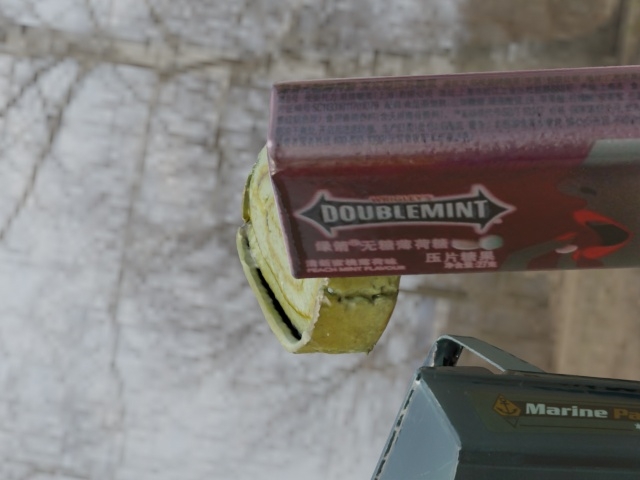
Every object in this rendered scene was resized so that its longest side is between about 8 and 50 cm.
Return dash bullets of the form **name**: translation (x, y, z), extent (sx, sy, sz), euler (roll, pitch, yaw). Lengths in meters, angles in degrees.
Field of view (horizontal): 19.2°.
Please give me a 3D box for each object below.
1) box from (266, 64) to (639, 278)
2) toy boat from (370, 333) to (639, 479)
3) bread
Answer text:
- **box**: translation (0.089, -0.034, 0.974), extent (0.120, 0.224, 0.069), euler (81, -170, -55)
- **toy boat**: translation (0.126, 0.095, 0.729), extent (0.103, 0.246, 0.093), euler (-114, 37, -51)
- **bread**: translation (0.000, 0.000, 1.175), extent (0.117, 0.064, 0.156), euler (-66, 33, 31)
